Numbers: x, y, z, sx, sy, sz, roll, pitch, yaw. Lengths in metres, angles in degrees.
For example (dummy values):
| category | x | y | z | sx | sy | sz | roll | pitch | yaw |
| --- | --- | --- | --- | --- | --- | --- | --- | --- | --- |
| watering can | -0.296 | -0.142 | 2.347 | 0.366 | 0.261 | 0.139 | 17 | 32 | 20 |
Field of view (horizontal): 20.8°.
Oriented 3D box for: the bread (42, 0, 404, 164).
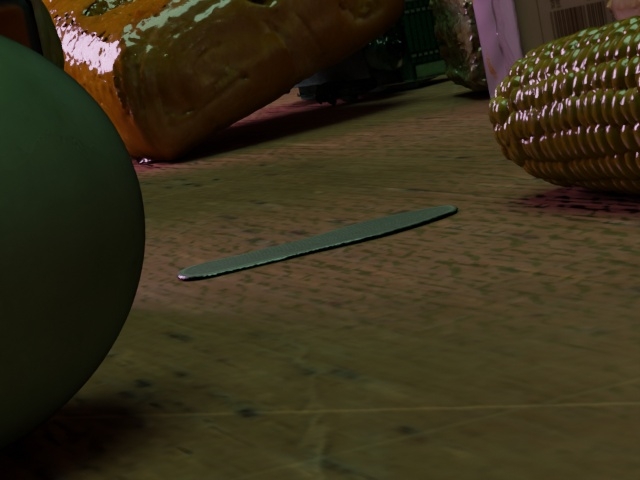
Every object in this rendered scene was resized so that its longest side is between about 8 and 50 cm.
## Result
| category | x | y | z | sx | sy | sz | roll | pitch | yaw |
| --- | --- | --- | --- | --- | --- | --- | --- | --- | --- |
| bread | -0.115 | -0.217 | 1.666 | 0.328 | 0.148 | 0.337 | -33 | 25 | -19 |

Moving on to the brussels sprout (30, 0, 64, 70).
| category | x | y | z | sx | sy | sz | roll | pitch | yaw |
| --- | --- | --- | --- | --- | --- | --- | --- | --- | --- |
| brussels sprout | -0.356 | -0.143 | 1.365 | 0.268 | 0.344 | 0.344 | -52 | 21 | -13 |

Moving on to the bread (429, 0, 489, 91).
| category | x | y | z | sx | sy | sz | roll | pitch | yaw |
| --- | --- | --- | --- | --- | --- | --- | --- | --- | --- |
| bread | 0.206 | -0.197 | 1.567 | 0.196 | 0.102 | 0.138 | -11 | 11 | -13 |

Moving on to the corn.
| category | x | y | z | sx | sy | sz | roll | pitch | yaw |
| --- | --- | --- | --- | --- | --- | --- | --- | --- | --- |
| corn | 0.165 | -0.064 | 0.789 | 0.091 | 0.091 | 0.260 | -32 | 13 | -21 |

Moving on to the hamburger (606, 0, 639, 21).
| category | x | y | z | sx | sy | sz | roll | pitch | yaw |
| --- | --- | --- | --- | --- | --- | --- | --- | --- | --- |
| hamburger | 0.350 | -0.210 | 1.241 | 0.302 | 0.170 | 0.302 | -16 | 8 | 2 |

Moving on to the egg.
| category | x | y | z | sx | sy | sz | roll | pitch | yaw |
| --- | --- | --- | --- | --- | --- | --- | --- | --- | --- |
| egg | -0.142 | 0.004 | 0.558 | 0.149 | 0.149 | 0.192 | -5 | 10 | 37 |

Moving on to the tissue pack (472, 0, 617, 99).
| category | x | y | z | sx | sy | sz | roll | pitch | yaw |
| --- | --- | --- | --- | --- | --- | --- | --- | --- | --- |
| tissue pack | 0.218 | -0.242 | 1.431 | 0.185 | 0.225 | 0.124 | -14 | 10 | -11 |

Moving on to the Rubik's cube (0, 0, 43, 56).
| category | x | y | z | sx | sy | sz | roll | pitch | yaw |
| --- | --- | --- | --- | --- | --- | --- | --- | --- | --- |
| Rubik's cube | -0.228 | -0.024 | 0.841 | 0.161 | 0.163 | 0.162 | -18 | 14 | -37 |

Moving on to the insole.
| category | x | y | z | sx | sy | sz | roll | pitch | yaw |
| --- | --- | --- | --- | --- | --- | --- | --- | --- | --- |
| insole | 0.000 | 0.000 | 0.888 | 0.153 | 0.002 | 0.053 | -14 | 9 | -13 |

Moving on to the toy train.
| category | x | y | z | sx | sy | sz | roll | pitch | yaw |
| --- | --- | --- | --- | --- | --- | --- | --- | --- | --- |
| toy train | 0.021 | -0.209 | 1.864 | 0.154 | 0.115 | 0.269 | -24 | 13 | -32 |
